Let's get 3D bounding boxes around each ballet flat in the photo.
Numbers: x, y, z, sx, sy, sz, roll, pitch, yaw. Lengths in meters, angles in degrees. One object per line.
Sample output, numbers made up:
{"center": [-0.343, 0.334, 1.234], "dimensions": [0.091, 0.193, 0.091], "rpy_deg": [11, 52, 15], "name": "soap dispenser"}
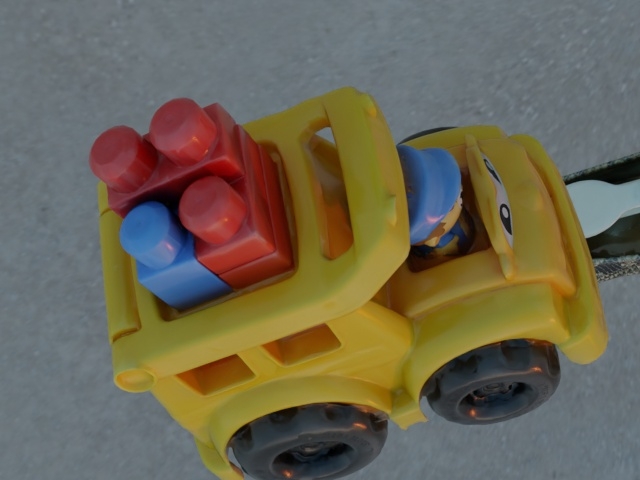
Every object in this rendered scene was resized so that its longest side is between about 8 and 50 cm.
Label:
{"center": [0.391, -0.044, 1.348], "dimensions": [0.483, 0.182, 0.164], "rpy_deg": [-16, 73, 33], "name": "ballet flat"}

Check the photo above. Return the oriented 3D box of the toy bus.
{"center": [0.000, 0.000, 0.584], "dimensions": [0.220, 0.211, 0.149], "rpy_deg": [-20, 56, 14], "name": "toy bus"}
